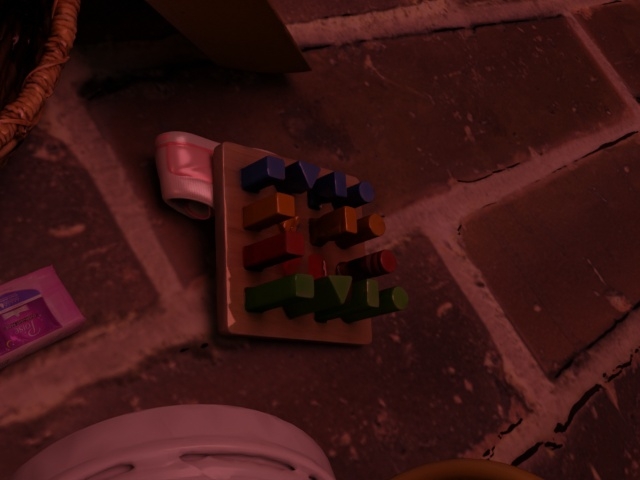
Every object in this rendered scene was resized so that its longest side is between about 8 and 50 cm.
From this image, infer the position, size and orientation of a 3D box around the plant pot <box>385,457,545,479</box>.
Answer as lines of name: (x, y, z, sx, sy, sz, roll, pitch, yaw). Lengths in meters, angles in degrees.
plant pot: (0.134, 0.299, 0.501, 0.239, 0.254, 0.254, 38, 42, -35)

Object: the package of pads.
package of pads: (-0.206, 0.054, 0.535, 0.083, 0.032, 0.050, -28, 79, -46)

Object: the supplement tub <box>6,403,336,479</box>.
supplement tub: (-0.045, 0.255, 0.324, 0.235, 0.235, 0.325, 18, 28, -29)

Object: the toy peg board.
toy peg board: (0.000, 0.000, 0.665, 0.161, 0.079, 0.160, 11, 69, -42)

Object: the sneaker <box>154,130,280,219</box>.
sneaker: (-0.084, -0.047, 0.694, 0.134, 0.051, 0.070, 10, 69, -42)

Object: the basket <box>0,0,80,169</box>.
basket: (-0.263, -0.156, 0.498, 0.213, 0.223, 0.299, 31, 46, -18)

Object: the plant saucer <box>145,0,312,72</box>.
plant saucer: (-0.154, -0.293, 0.691, 0.333, 0.081, 0.333, 55, 5, 6)
